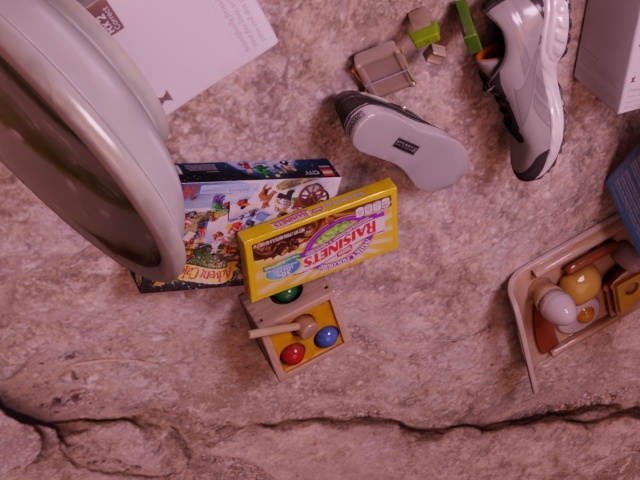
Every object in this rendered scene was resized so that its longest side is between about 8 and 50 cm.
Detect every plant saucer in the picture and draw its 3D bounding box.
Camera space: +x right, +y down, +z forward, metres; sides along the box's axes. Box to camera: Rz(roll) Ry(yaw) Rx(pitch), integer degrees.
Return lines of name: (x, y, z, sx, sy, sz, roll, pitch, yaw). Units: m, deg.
plant saucer: (-0.243, -0.135, 1.130, 0.100, 0.400, 0.400, -46, 138, -17)

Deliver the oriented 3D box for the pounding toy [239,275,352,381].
pounding toy: (-0.038, 0.107, 1.630, 0.130, 0.100, 0.141, -27, 135, -9)

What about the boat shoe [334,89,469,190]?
boat shoe: (0.101, -0.127, 1.538, 0.078, 0.070, 0.219, -47, 139, 16)

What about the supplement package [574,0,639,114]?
supplement package: (0.399, -0.266, 1.575, 0.105, 0.105, 0.179, -14, 131, -19)

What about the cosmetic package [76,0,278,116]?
cosmetic package: (-0.163, -0.242, 1.211, 0.151, 0.184, 0.151, -34, 136, -1)

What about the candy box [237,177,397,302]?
candy box: (0.000, 0.000, 1.552, 0.206, 0.027, 0.105, -20, 137, -16)

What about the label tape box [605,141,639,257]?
label tape box: (0.517, -0.057, 1.629, 0.106, 0.241, 0.334, -15, 161, -17)

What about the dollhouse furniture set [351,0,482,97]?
dollhouse furniture set: (0.110, -0.230, 1.495, 0.151, 0.059, 0.076, -20, 144, 12)

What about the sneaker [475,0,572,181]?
sneaker: (0.241, -0.193, 1.560, 0.108, 0.100, 0.272, -14, 126, -10)

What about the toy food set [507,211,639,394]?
toy food set: (0.427, 0.087, 1.890, 0.306, 0.092, 0.220, -28, 135, -7)

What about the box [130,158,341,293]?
box: (-0.102, -0.018, 1.529, 0.233, 0.044, 0.159, -4, 127, -28)
